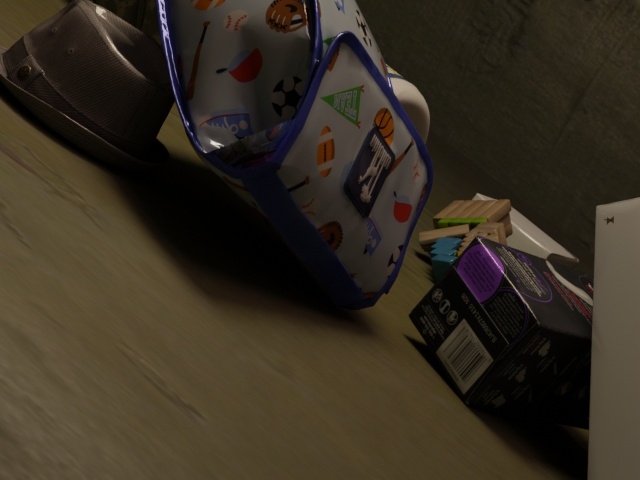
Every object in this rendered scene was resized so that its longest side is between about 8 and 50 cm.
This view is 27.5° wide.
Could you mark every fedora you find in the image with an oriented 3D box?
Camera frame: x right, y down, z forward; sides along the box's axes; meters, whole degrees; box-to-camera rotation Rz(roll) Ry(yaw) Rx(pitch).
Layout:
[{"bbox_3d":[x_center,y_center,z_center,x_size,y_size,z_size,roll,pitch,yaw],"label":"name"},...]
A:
[{"bbox_3d":[-0.261,-0.199,1.528,0.244,0.124,0.275,26,16,-41],"label":"fedora"}]

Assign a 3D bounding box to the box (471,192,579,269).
[{"bbox_3d":[0.340,0.021,2.352,0.181,0.119,0.182,41,13,25],"label":"box"}]

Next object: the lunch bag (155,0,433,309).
[{"bbox_3d":[-0.024,-0.146,1.524,0.328,0.239,0.385,53,23,-50],"label":"lunch bag"}]

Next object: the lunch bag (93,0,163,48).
[{"bbox_3d":[-0.199,-0.402,2.129,0.305,0.212,0.256,-14,34,-41],"label":"lunch bag"}]

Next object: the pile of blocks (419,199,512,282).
[{"bbox_3d":[0.238,0.043,2.097,0.362,0.149,0.112,-69,148,-68],"label":"pile of blocks"}]

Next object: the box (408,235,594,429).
[{"bbox_3d":[0.273,0.122,1.647,0.270,0.143,0.165,17,31,-40],"label":"box"}]

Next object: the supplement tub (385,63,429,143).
[{"bbox_3d":[-0.020,-0.211,1.965,0.325,0.235,0.235,44,14,31],"label":"supplement tub"}]

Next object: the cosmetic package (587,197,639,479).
[{"bbox_3d":[0.438,0.169,1.581,0.097,0.377,0.284,-14,-27,43],"label":"cosmetic package"}]
